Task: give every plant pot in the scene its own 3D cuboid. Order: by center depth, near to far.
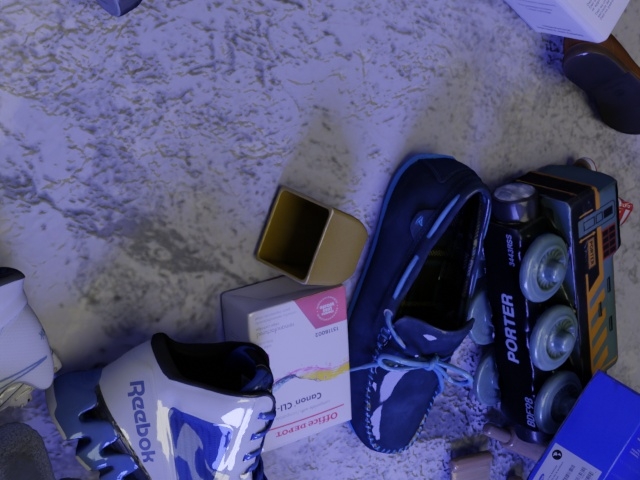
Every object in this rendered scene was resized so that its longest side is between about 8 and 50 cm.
[{"bbox_3d":[0.000,0.000,1.150,0.083,0.081,0.081,13,99,-46],"label":"plant pot"}]

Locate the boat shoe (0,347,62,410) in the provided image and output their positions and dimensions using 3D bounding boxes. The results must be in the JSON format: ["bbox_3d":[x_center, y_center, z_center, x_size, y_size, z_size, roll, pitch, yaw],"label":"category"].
[{"bbox_3d":[-0.282,0.140,1.046,0.100,0.035,0.035,-45,121,-19],"label":"boat shoe"}]

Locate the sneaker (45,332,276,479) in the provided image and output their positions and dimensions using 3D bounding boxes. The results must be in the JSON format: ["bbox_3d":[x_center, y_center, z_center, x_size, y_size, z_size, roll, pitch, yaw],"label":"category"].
[{"bbox_3d":[-0.092,0.204,1.075,0.182,0.127,0.315,-36,111,8],"label":"sneaker"}]

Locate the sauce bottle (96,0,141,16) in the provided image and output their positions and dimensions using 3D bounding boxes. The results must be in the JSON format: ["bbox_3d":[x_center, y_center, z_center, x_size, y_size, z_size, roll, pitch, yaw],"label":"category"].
[{"bbox_3d":[-0.060,-0.316,0.984,0.344,0.111,0.111,-39,122,-14],"label":"sauce bottle"}]

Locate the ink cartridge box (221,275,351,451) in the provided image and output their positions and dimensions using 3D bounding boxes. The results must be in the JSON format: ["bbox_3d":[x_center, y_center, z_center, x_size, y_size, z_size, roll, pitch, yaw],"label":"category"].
[{"bbox_3d":[-0.032,0.141,1.182,0.115,0.067,0.198,-15,115,-27],"label":"ink cartridge box"}]

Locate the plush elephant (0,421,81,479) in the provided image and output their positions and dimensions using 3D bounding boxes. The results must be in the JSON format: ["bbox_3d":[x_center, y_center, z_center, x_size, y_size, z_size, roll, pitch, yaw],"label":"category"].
[{"bbox_3d":[-0.273,0.357,1.006,0.330,0.255,0.272,40,57,-16],"label":"plush elephant"}]

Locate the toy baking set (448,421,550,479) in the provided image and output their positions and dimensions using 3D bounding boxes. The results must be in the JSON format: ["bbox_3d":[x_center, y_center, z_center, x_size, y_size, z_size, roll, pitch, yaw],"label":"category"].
[{"bbox_3d":[0.237,0.336,1.445,0.256,0.030,0.196,22,97,-35],"label":"toy baking set"}]

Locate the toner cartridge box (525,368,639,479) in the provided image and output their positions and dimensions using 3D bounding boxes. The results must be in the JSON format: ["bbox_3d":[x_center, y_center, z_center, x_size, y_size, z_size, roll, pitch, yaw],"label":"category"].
[{"bbox_3d":[0.351,0.270,1.371,0.165,0.075,0.348,-55,152,-1],"label":"toner cartridge box"}]

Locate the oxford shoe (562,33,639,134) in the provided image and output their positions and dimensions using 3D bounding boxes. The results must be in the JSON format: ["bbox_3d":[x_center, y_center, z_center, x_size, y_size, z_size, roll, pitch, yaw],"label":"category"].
[{"bbox_3d":[0.346,-0.191,1.310,0.212,0.076,0.076,36,46,-45],"label":"oxford shoe"}]

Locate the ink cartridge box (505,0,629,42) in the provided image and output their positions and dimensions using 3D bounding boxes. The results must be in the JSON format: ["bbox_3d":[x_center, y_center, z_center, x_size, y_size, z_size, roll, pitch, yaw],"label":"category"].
[{"bbox_3d":[0.226,-0.361,1.142,0.273,0.115,0.198,34,87,-36],"label":"ink cartridge box"}]

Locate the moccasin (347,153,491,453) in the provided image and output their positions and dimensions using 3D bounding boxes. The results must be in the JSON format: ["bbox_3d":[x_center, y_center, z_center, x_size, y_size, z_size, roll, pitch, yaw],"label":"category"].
[{"bbox_3d":[0.100,0.081,1.213,0.138,0.117,0.342,-3,109,-31],"label":"moccasin"}]

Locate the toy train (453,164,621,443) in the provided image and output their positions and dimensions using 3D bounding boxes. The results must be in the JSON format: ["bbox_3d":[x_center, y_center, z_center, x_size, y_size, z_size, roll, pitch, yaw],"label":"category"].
[{"bbox_3d":[0.268,0.072,1.312,0.190,0.142,0.334,-28,120,-32],"label":"toy train"}]

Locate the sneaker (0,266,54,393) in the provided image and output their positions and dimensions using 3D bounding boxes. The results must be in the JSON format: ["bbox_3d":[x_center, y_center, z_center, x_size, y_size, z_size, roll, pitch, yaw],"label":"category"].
[{"bbox_3d":[-0.355,0.144,0.944,0.297,0.111,0.129,-33,111,-17],"label":"sneaker"}]

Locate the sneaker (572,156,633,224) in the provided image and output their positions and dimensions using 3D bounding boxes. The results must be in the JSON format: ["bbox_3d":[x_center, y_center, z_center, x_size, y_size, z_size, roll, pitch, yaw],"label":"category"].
[{"bbox_3d":[0.340,-0.058,1.362,0.067,0.042,0.118,-26,126,-18],"label":"sneaker"}]
